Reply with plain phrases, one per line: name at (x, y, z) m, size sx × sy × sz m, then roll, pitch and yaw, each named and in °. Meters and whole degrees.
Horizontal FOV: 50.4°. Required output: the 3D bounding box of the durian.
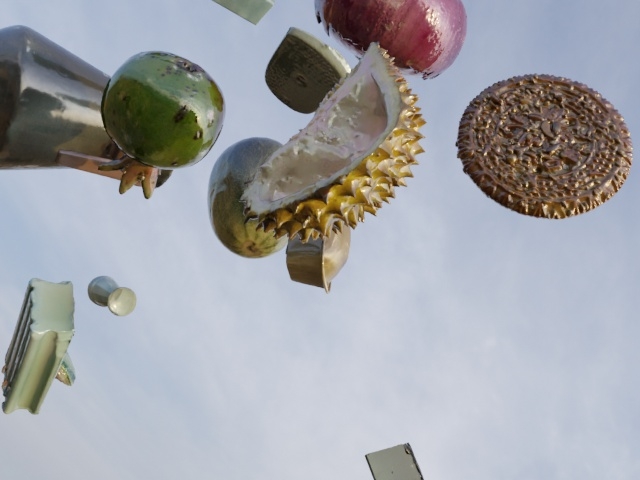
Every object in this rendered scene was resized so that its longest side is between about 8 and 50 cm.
durian at (0.026, -0.077, 0.733) m, size 0.183 × 0.249 × 0.138 m, roll 32°, pitch -21°, yaw 42°

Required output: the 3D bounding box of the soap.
soap at (-0.424, 0.160, 1.020) m, size 0.063 × 0.115 × 0.198 m, roll 10°, pitch -49°, yaw -31°

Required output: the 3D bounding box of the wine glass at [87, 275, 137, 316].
wine glass at (-0.461, 0.125, 1.511) m, size 0.155 × 0.073 × 0.073 m, roll 14°, pitch -37°, yaw 55°

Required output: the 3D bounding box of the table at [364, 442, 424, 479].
table at (0.048, 0.282, 0.573) m, size 0.146 × 0.062 × 0.175 m, roll -44°, pitch -121°, yaw 41°

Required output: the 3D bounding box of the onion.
onion at (0.160, -0.523, 1.494) m, size 0.358 × 0.358 × 0.345 m, roll 25°, pitch -49°, yaw 14°

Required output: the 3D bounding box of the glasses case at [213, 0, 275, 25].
glasses case at (-0.188, -0.487, 1.204) m, size 0.056 × 0.105 × 0.266 m, roll -13°, pitch -15°, yaw 35°

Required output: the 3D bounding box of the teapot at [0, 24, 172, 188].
teapot at (-0.434, -0.213, 1.227) m, size 0.344 × 0.300 × 0.253 m, roll 11°, pitch -57°, yaw -34°

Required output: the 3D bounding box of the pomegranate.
pomegranate at (-0.242, -0.166, 1.008) m, size 0.181 × 0.181 × 0.224 m, roll 35°, pitch -56°, yaw 0°

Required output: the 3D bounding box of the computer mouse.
computer mouse at (-0.019, -0.283, 1.113) m, size 0.128 × 0.079 × 0.231 m, roll 36°, pitch -16°, yaw -13°

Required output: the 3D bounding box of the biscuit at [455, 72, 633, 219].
biscuit at (0.384, -0.171, 1.173) m, size 0.305 × 0.305 × 0.038 m, roll 24°, pitch -23°, yaw 15°

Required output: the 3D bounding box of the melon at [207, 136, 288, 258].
melon at (-0.155, -0.105, 1.675) m, size 0.248 × 0.329 × 0.249 m, roll 1°, pitch -36°, yaw 1°

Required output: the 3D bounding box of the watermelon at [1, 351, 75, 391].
watermelon at (-0.604, 0.248, 1.439) m, size 0.158 × 0.121 × 0.098 m, roll -14°, pitch -41°, yaw 10°

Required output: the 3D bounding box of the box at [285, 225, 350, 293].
box at (0.000, 0.000, 1.144) m, size 0.111 × 0.177 × 0.111 m, roll 3°, pitch -35°, yaw 2°
